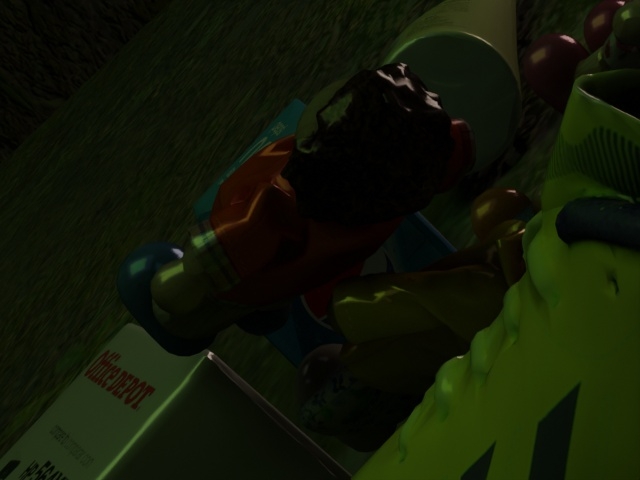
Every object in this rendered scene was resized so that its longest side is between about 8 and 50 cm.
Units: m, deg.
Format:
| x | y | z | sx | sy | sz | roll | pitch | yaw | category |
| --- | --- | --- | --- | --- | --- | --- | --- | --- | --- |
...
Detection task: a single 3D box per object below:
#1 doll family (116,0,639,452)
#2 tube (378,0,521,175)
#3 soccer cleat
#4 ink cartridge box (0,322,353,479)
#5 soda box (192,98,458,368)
| x | y | z | sx | sy | sz | roll | pitch | yaw | category |
| --- | --- | --- | --- | --- | --- | --- | --- | --- | --- |
| 0.082 | -0.015 | 0.526 | 0.263 | 0.118 | 0.163 | -32 | -3 | -29 | doll family |
| 0.060 | -0.081 | 0.903 | 0.070 | 0.062 | 0.240 | 0 | 13 | 3 | tube |
| 0.070 | 0.020 | 0.358 | 0.289 | 0.121 | 0.093 | -30 | 20 | 52 | soccer cleat |
| -0.087 | 0.128 | 0.617 | 0.203 | 0.086 | 0.148 | -48 | 12 | -9 | ink cartridge box |
| 0.000 | 0.000 | 0.794 | 0.071 | 0.067 | 0.210 | -45 | 11 | 2 | soda box |
